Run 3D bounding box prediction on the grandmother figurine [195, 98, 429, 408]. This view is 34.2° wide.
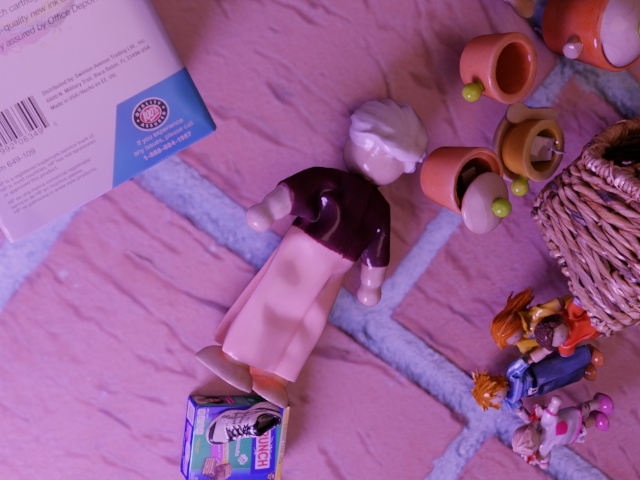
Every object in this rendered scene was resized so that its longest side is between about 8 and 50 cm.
[{"bbox_3d":[0.000,0.000,1.093,0.342,0.104,0.208,-58,142,-1],"label":"grandmother figurine"}]

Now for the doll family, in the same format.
[{"bbox_3d":[0.262,0.142,1.231,0.163,0.118,0.263,-13,127,-23],"label":"doll family"}]

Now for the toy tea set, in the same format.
[{"bbox_3d":[0.237,-0.157,1.081,0.200,0.124,0.336,20,90,-41],"label":"toy tea set"}]

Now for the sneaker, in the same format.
[{"bbox_3d":[-0.080,0.195,1.099,0.083,0.037,0.032,-22,109,-14],"label":"sneaker"}]

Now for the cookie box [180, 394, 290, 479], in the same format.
[{"bbox_3d":[-0.093,0.217,1.142,0.107,0.040,0.091,3,102,-22],"label":"cookie box"}]

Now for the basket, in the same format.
[{"bbox_3d":[0.409,-0.059,1.112,0.299,0.223,0.213,-13,69,-30],"label":"basket"}]

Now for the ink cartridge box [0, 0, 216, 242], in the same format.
[{"bbox_3d":[-0.253,-0.179,0.889,0.198,0.197,0.270,-30,113,-10],"label":"ink cartridge box"}]
